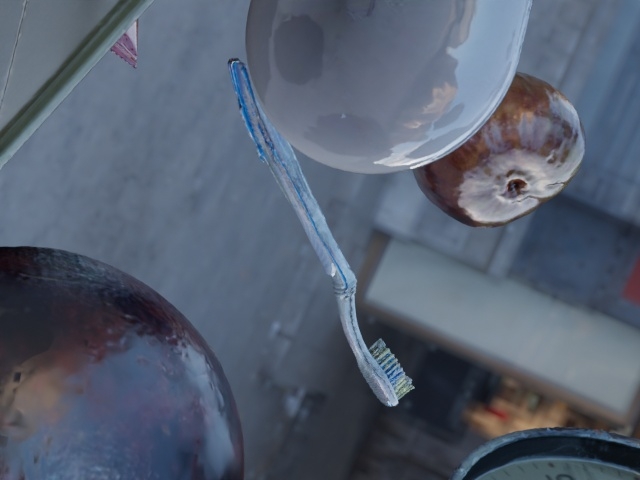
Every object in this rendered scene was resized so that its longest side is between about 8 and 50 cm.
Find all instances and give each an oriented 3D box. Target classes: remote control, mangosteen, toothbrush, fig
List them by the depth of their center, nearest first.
[{"bbox_3d":[-0.205,0.132,1.227,0.359,0.306,0.306,-101,-157,-52],"label":"mangosteen"},{"bbox_3d":[0.058,-0.212,1.363,0.103,0.221,0.332,23,80,-63],"label":"remote control"},{"bbox_3d":[0.147,-0.090,1.697,0.149,0.148,0.202,-58,-151,-8],"label":"fig"},{"bbox_3d":[0.000,0.000,1.700,0.042,0.035,0.413,-41,125,-22],"label":"toothbrush"}]

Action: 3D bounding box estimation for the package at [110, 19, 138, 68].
[{"bbox_3d":[-0.204,-0.255,1.798,0.022,0.083,0.200,-28,-142,22],"label":"package"}]

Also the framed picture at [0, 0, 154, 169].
[{"bbox_3d":[-0.274,-0.215,1.518,0.446,0.028,0.326,-46,149,4],"label":"framed picture"}]

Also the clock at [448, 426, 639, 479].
[{"bbox_3d":[0.222,0.257,1.287,0.325,0.325,0.067,-51,164,-58],"label":"clock"}]
